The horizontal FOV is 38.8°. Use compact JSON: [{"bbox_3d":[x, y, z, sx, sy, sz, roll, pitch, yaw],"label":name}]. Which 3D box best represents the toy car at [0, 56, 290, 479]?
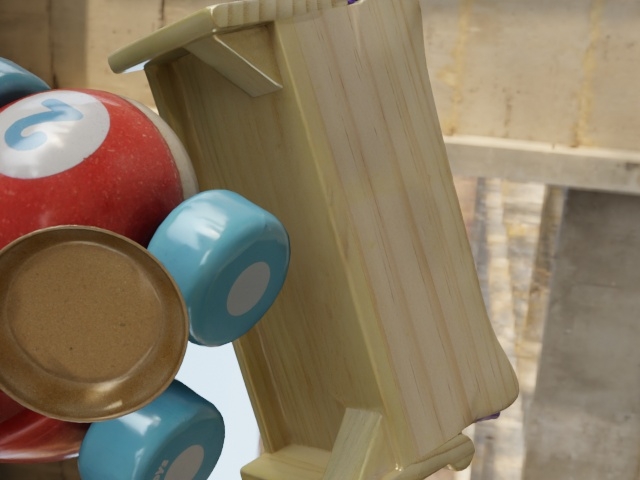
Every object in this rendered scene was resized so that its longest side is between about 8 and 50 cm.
[{"bbox_3d":[-0.180,0.028,0.421,0.238,0.219,0.210,-9,-56,-57],"label":"toy car"}]

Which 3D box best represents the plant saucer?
[{"bbox_3d":[-0.093,0.031,0.356,0.015,0.084,0.083,-98,11,-71],"label":"plant saucer"}]

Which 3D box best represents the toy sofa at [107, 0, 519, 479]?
[{"bbox_3d":[0.000,0.000,0.668,0.177,0.150,0.362,-23,-79,-36],"label":"toy sofa"}]
